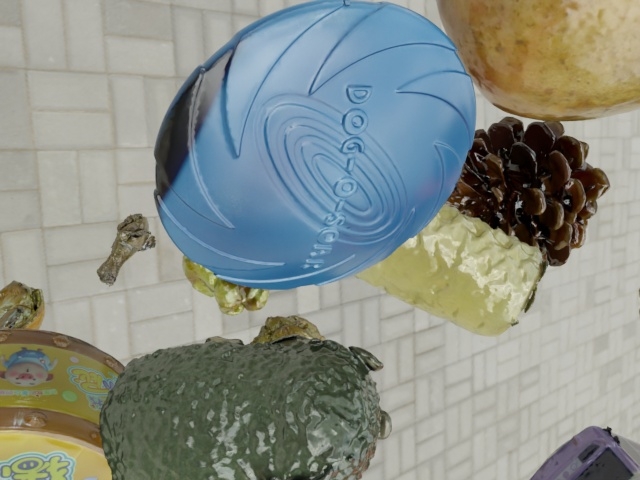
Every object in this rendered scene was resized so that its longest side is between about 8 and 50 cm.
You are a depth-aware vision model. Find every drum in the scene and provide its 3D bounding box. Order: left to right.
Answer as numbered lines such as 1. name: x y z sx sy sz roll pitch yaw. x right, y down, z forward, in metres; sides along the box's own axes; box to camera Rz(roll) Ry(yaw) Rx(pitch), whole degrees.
1. drum: -0.462 0.353 0.879 0.432 0.214 0.430 -8 120 -14

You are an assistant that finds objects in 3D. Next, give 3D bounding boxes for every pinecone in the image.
1. pinecone: 0.292 -0.061 0.901 0.264 0.264 0.263 -6 99 -40

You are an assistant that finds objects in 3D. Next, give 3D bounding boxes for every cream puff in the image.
1. cream puff: -0.105 0.331 1.823 0.244 0.196 0.244 -29 156 -14

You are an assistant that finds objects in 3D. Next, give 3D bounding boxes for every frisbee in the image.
1. frisbee: 0.007 -0.045 0.416 0.242 0.045 0.242 -14 134 -15

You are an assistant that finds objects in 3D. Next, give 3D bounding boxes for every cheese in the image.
1. cheese: 0.126 0.024 0.606 0.167 0.123 0.093 26 58 3

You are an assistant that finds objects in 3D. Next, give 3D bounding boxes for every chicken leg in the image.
1. chicken leg: -0.492 0.017 1.500 0.196 0.081 0.125 -61 163 -45

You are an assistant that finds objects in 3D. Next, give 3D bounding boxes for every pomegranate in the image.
1. pomegranate: 0.242 -0.238 0.528 0.281 0.281 0.280 -6 99 -40

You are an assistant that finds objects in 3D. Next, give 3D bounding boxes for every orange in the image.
1. orange: -0.722 0.184 1.401 0.170 0.160 0.112 -33 136 -18

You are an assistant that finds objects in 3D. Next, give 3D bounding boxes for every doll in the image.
1. doll: -0.087 0.216 0.710 0.247 0.350 0.247 31 52 -50

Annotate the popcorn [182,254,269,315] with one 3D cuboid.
1. popcorn: -0.227 0.075 1.575 0.277 0.276 0.225 -18 129 -38

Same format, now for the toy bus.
1. toy bus: 0.509 0.450 0.907 0.440 0.249 0.209 26 108 -34

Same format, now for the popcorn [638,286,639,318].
1. popcorn: 0.450 0.053 0.591 0.226 0.203 0.200 -43 152 3
